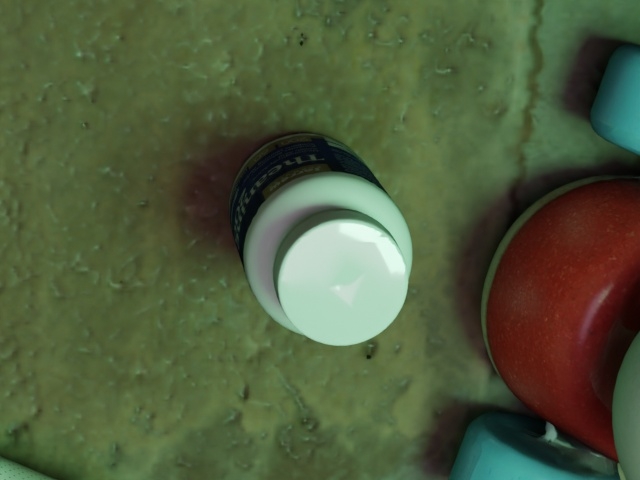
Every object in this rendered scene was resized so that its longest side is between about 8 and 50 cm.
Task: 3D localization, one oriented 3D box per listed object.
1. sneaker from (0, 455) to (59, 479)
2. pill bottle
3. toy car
[{"bbox_3d":[-0.205,0.060,0.649,0.292,0.108,0.169,13,107,-10],"label":"sneaker"},{"bbox_3d":[0.000,0.000,0.652,0.067,0.120,0.067,-2,106,-8],"label":"pill bottle"},{"bbox_3d":[0.184,0.066,0.634,0.210,0.238,0.219,18,103,-12],"label":"toy car"}]
